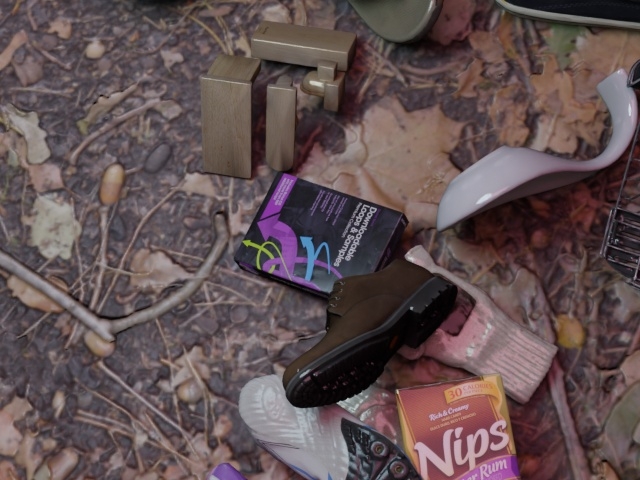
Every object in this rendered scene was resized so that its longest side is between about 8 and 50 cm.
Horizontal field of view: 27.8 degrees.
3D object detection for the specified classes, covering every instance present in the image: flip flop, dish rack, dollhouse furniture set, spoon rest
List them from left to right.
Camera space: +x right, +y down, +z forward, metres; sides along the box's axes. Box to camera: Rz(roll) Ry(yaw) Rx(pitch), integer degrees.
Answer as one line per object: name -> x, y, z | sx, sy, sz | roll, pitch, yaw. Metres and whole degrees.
dollhouse furniture set -> -0.045, -0.159, 1.482 | 0.144, 0.123, 0.151 | 10, 37, 9
flip flop -> 0.036, -0.328, 1.480 | 0.277, 0.080, 0.112 | 54, 127, 22
spoon rest -> 0.238, -0.081, 1.381 | 0.276, 0.137, 0.084 | -34, 87, -19
dish rack -> 0.401, -0.057, 1.340 | 0.208, 0.074, 0.272 | 17, 76, 2

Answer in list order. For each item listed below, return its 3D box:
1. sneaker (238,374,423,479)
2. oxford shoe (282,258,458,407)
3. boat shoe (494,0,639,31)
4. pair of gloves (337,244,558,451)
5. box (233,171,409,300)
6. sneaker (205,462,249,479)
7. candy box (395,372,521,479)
sneaker -> 0.020, 0.212, 1.280 | 0.237, 0.086, 0.085 | 34, 85, 28
oxford shoe -> 0.031, 0.090, 1.292 | 0.096, 0.083, 0.227 | 36, 46, 24
boat shoe -> 0.428, -0.320, 1.422 | 0.500, 0.156, 0.187 | 5, 69, 6
pair of gloves -> 0.104, 0.145, 1.351 | 0.204, 0.042, 0.240 | 38, 80, 17
box -> 0.000, 0.000, 1.404 | 0.162, 0.029, 0.116 | 19, 73, 24
sneaker -> -0.006, 0.289, 1.292 | 0.236, 0.095, 0.104 | 34, 71, 11
candy box -> 0.140, 0.231, 1.275 | 0.109, 0.053, 0.187 | -10, 74, 1
